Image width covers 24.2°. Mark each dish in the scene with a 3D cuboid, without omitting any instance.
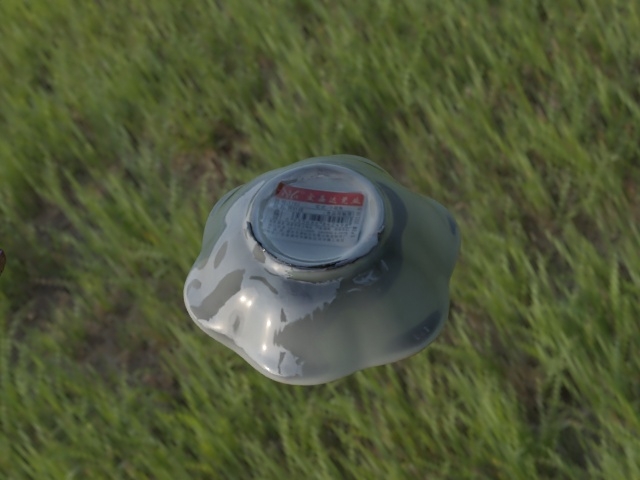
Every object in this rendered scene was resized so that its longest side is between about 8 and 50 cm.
[{"bbox_3d":[0.000,0.000,1.170,0.229,0.081,0.229,-3,51,4],"label":"dish"}]

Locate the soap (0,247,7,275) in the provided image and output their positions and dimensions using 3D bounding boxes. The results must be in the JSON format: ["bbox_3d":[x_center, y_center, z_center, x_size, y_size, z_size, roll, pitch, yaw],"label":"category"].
[{"bbox_3d":[-0.374,0.010,1.107,0.162,0.250,0.099,-23,43,53],"label":"soap"}]
